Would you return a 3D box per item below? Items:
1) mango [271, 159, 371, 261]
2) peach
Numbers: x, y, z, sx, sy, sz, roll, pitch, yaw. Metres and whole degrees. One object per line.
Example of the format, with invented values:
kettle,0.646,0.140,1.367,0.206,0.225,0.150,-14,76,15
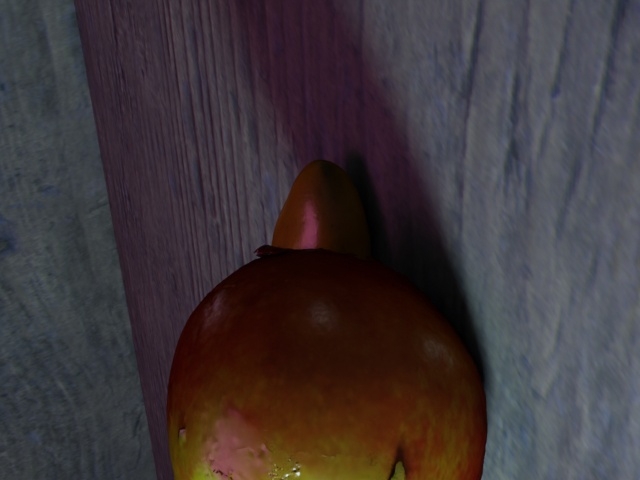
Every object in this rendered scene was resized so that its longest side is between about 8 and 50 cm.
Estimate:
mango,0.000,0.000,1.689,0.145,0.112,0.219,-120,25,-44
peach,0.007,0.177,1.501,0.370,0.370,0.370,162,90,-74
